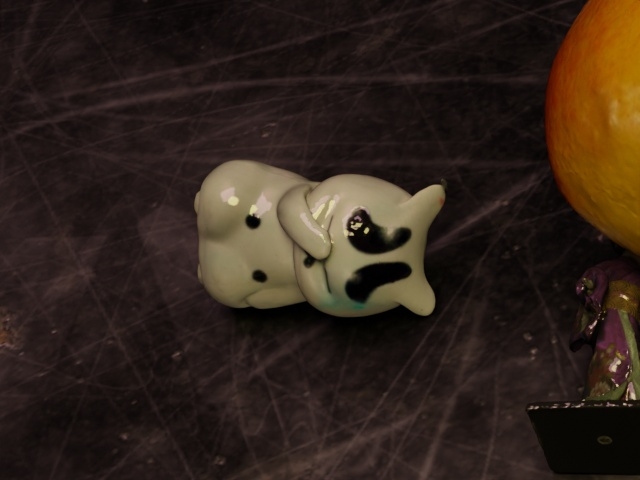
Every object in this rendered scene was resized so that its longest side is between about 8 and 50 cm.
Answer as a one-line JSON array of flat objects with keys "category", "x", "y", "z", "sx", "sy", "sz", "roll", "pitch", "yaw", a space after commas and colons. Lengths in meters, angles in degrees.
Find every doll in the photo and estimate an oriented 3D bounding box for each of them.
[{"category": "doll", "x": -0.007, "y": 0.000, "z": 1.419, "sx": 0.180, "sy": 0.110, "sz": 0.107, "roll": 8, "pitch": 16, "yaw": 31}]

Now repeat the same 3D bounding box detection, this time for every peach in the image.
[{"category": "peach", "x": 0.301, "y": -0.094, "z": 1.232, "sx": 0.308, "sy": 0.289, "sz": 0.289, "roll": 23, "pitch": 62, "yaw": 22}]

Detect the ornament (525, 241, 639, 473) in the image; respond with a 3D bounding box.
[{"category": "ornament", "x": 0.208, "y": 0.055, "z": 1.294, "sx": 0.081, "sy": 0.088, "sz": 0.203, "roll": 5, "pitch": 51, "yaw": 25}]
